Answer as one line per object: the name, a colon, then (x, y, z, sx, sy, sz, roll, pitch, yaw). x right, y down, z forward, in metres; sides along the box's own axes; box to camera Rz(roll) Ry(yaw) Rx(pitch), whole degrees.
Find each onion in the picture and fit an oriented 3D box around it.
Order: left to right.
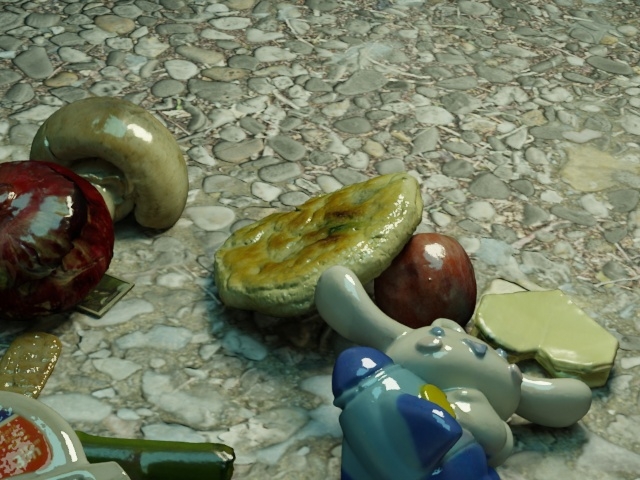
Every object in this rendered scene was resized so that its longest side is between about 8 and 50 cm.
onion: (-0.411, -0.006, 1.725, 0.247, 0.190, 0.246, -5, 51, 6)

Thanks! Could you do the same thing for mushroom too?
mushroom: (-0.330, -0.120, 1.893, 0.254, 0.188, 0.195, 10, 34, 12)

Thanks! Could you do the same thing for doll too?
doll: (0.142, 0.210, 1.497, 0.376, 0.187, 0.365, 11, 37, 8)

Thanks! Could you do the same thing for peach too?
peach: (0.154, 0.071, 1.750, 0.152, 0.152, 0.152, 3, 36, -2)

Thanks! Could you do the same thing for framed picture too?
framed picture: (-0.316, 0.075, 1.779, 0.066, 0.006, 0.089, 19, 38, 20)

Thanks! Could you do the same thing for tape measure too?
tape measure: (-0.365, 0.291, 1.352, 0.258, 0.130, 0.265, -32, 57, -27)

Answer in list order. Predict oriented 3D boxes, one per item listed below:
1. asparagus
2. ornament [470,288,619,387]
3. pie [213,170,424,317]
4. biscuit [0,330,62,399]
asparagus: (-0.239, 0.265, 1.486, 0.278, 0.060, 0.067, 5, 39, 2)
ornament: (0.322, 0.122, 1.755, 0.201, 0.059, 0.180, 18, 37, 12)
pie: (0.000, 0.000, 1.770, 0.338, 0.075, 0.337, -21, 23, 9)
biscuit: (-0.388, 0.168, 1.632, 0.071, 0.018, 0.147, 10, 37, 5)
